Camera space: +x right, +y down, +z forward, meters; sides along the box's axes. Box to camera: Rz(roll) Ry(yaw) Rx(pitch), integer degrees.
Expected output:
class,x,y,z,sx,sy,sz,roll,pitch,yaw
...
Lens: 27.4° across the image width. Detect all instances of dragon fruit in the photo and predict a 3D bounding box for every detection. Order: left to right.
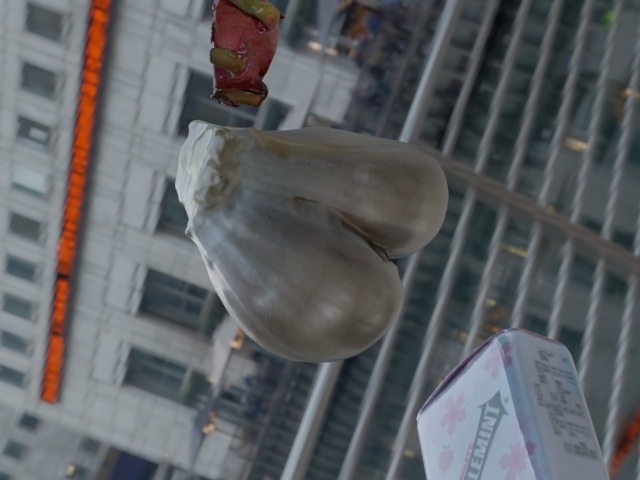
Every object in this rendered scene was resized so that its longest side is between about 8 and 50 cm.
class,x,y,z,sx,sy,sz,roll,pitch,yaw
dragon fruit,-0.066,-0.183,1.184,0.112,0.068,0.126,-129,40,-88

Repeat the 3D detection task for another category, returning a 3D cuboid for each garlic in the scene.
class,x,y,z,sx,sy,sz,roll,pitch,yaw
garlic,0.000,0.000,1.329,0.340,0.246,0.231,-6,-77,-80

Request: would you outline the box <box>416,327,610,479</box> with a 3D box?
class,x,y,z,sx,sy,sz,roll,pitch,yaw
box,0.198,0.282,1.284,0.190,0.112,0.369,-54,27,34
